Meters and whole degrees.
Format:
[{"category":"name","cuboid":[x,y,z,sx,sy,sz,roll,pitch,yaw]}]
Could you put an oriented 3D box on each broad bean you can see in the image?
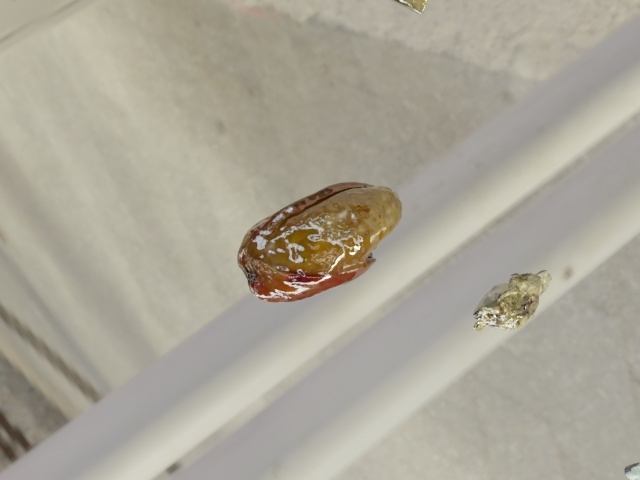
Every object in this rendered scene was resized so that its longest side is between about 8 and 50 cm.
[{"category":"broad bean","cuboid":[0.002,0.003,1.741,0.156,0.228,0.122,-2,-110,-76]}]

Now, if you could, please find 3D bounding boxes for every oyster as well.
[{"category":"oyster","cuboid":[0.242,0.086,1.783,0.108,0.165,0.053,-38,67,28]}]

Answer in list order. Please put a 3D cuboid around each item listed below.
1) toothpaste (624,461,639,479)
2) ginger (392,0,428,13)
[{"category":"toothpaste","cuboid":[0.344,0.191,1.027,0.239,0.039,0.062,13,158,-14]},{"category":"ginger","cuboid":[-0.006,-0.308,1.346,0.263,0.109,0.116,23,148,-2]}]
